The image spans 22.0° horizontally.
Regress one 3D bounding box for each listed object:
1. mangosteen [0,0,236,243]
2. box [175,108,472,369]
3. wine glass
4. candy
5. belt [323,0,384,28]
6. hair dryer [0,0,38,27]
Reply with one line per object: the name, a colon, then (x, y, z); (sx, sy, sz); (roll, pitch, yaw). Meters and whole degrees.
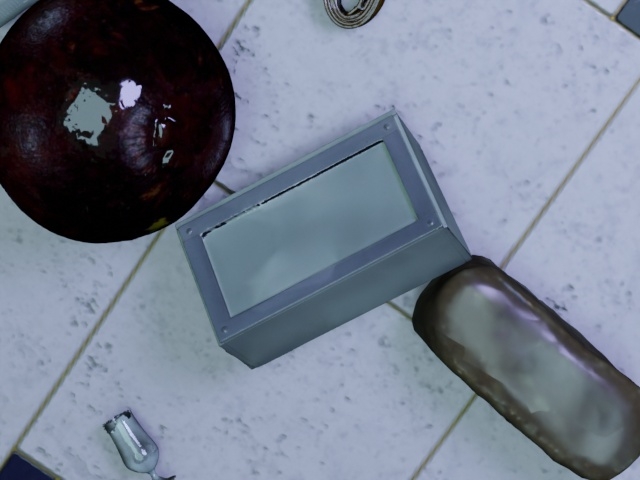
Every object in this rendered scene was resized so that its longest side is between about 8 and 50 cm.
mangosteen: (-0.202, -0.116, 1.434); (0.265, 0.228, 0.228); (18, 106, 42)
box: (0.000, 0.000, 1.459); (0.225, 0.086, 0.129); (-28, 62, 9)
wine glass: (-0.175, 0.202, 1.567); (0.039, 0.042, 0.083); (-36, 94, -28)
candy: (0.190, 0.113, 1.486); (0.234, 0.104, 0.102); (39, 96, -4)
belt: (0.031, -0.230, 1.466); (0.059, 0.036, 0.083); (18, 102, 8)
hair dryer: (-0.212, -0.249, 1.467); (0.236, 0.073, 0.131); (-31, 98, 12)
